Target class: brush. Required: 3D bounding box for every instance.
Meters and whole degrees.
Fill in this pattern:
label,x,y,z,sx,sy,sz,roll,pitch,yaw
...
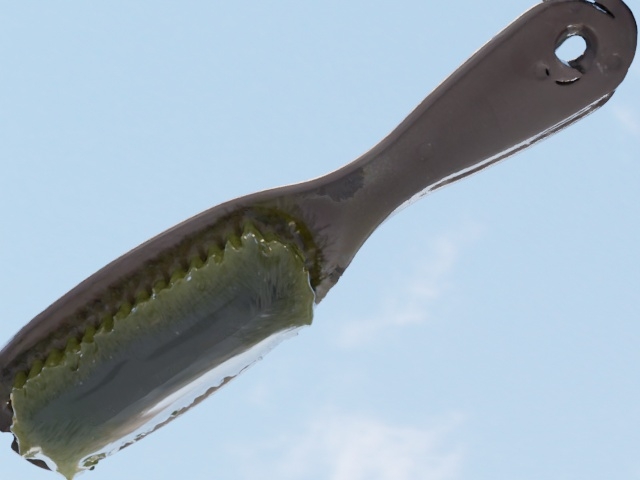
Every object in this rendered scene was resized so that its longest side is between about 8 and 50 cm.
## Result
label,x,y,z,sx,sy,sz,roll,pitch,yaw
brush,0.001,0.002,0.796,0.313,0.067,0.072,-34,-67,3
